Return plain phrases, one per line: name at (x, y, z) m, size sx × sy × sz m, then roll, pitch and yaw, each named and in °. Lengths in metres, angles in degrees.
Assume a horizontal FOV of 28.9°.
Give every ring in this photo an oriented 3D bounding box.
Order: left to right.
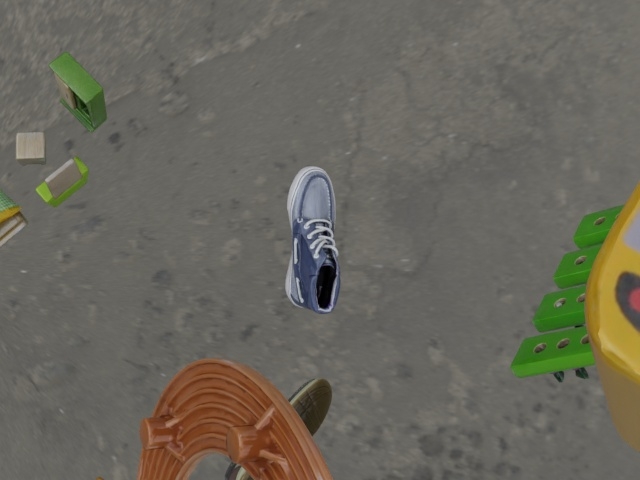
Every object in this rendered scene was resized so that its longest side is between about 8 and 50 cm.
ring at (-0.061, 0.239, 0.750) m, size 0.032 × 0.336 × 0.336 m, roll -2°, pitch 90°, yaw -28°

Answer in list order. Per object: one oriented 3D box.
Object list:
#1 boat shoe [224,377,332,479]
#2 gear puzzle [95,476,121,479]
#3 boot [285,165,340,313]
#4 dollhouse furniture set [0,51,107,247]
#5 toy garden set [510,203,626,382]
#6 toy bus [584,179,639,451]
boat shoe at (-0.047, 0.201, 1.305) m, size 0.152 × 0.049 × 0.056 m, roll -48°, pitch 129°, yaw -27°
gear puzzle at (-0.354, 0.393, 1.426) m, size 0.339 × 0.044 × 0.175 m, roll -32°, pitch 73°, yaw -6°
boot at (0.000, 0.000, 1.625) m, size 0.069 × 0.086 × 0.190 m, roll -2°, pitch 98°, yaw -25°
dollhouse furniture set at (-0.206, -0.051, 0.815) m, size 0.152 × 0.058 × 0.076 m, roll -42°, pitch 81°, yaw -14°
toy garden set at (0.316, 0.043, 1.200) m, size 0.049 × 0.204 × 0.244 m, roll 54°, pitch 45°, yaw -20°
toy bus at (0.174, 0.031, 0.454) m, size 0.108 × 0.333 × 0.130 m, roll 29°, pitch 86°, yaw 19°
